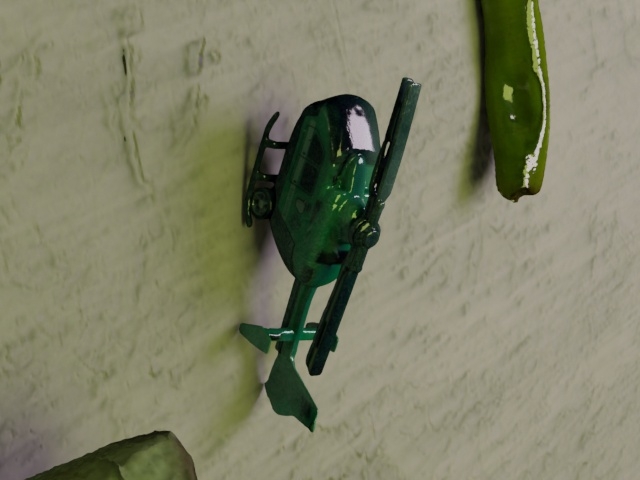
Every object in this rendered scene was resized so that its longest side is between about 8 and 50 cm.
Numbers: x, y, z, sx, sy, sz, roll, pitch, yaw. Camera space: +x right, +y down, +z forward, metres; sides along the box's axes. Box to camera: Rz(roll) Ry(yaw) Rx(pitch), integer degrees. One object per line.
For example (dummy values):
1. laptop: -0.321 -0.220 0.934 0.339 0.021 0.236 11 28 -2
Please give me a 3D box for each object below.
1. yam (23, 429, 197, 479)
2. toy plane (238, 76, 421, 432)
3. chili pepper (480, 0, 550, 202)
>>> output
1. yam: -0.111 0.244 0.790 0.202 0.201 0.271 -34 113 -41
2. toy plane: 0.000 0.000 0.944 0.060 0.096 0.235 -1 114 -45
3. chili pepper: 0.142 -0.131 1.112 0.052 0.050 0.201 -8 100 -7
